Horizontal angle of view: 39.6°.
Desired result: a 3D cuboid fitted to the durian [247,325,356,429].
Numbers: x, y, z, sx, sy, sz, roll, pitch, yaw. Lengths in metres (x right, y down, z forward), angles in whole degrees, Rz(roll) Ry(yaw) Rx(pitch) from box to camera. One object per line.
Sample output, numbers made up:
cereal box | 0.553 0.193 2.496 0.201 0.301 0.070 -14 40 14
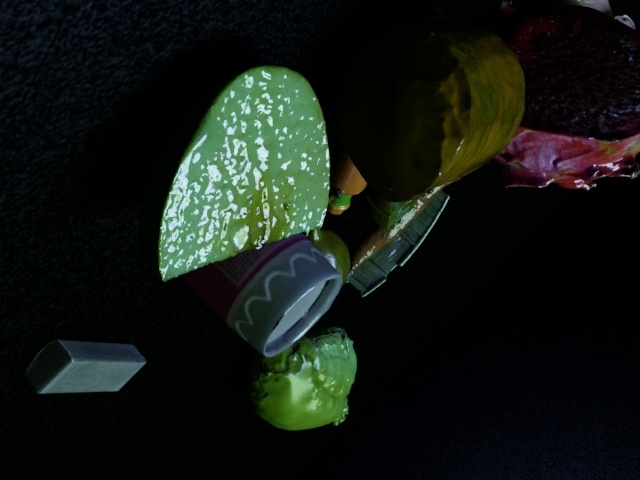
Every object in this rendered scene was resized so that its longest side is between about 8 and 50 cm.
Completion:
durian | -0.049 0.299 1.947 0.340 0.204 0.255 -1 118 -53

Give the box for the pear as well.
pear | -0.114 -0.107 1.069 0.288 0.139 0.239 -20 132 -46

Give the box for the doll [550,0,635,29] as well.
doll | 0.488 -0.382 1.794 0.284 0.216 0.268 -10 167 -36

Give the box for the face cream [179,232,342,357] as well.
face cream | -0.091 0.048 1.314 0.175 0.195 0.175 -43 161 -18

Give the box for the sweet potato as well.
sweet potato | 0.164 -0.050 1.883 0.314 0.066 0.072 -45 154 0

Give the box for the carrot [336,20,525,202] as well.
carrot | 0.153 -0.195 1.290 0.341 0.241 0.241 -25 151 -54

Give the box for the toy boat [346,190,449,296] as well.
toy boat | 0.169 -0.002 1.949 0.293 0.093 0.055 -48 179 3

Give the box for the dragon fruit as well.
dragon fruit | 0.408 -0.231 1.562 0.386 0.371 0.249 -21 144 -17

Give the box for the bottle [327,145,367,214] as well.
bottle | 0.049 -0.112 1.502 0.069 0.069 0.187 -33 159 -37

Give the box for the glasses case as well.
glasses case | -0.334 0.181 1.281 0.071 0.047 0.205 -45 162 7

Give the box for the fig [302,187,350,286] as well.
fig | 0.000 0.000 1.546 0.124 0.124 0.236 -36 152 -31

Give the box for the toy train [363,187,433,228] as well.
toy train | 0.156 -0.124 1.678 0.137 0.090 0.225 -38 159 -17
